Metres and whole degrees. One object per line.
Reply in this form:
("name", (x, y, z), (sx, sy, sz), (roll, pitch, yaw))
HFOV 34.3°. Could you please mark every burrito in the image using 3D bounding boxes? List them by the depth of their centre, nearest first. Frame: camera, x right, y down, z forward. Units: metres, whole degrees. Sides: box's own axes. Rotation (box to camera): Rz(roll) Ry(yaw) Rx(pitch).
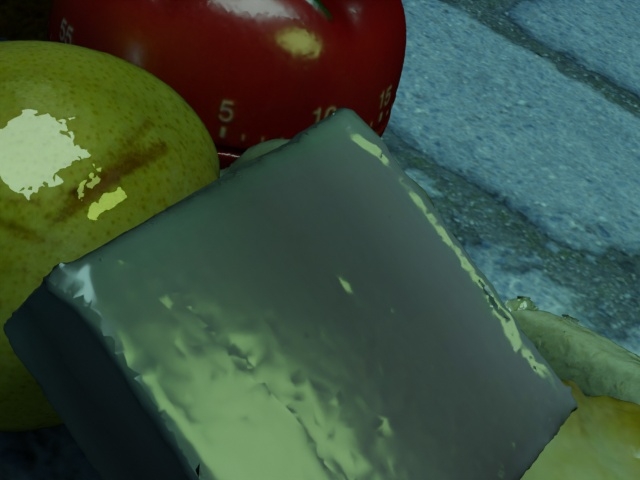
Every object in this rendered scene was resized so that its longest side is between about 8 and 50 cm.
("burrito", (0.265, 0.122, 1.018), (0.087, 0.060, 0.226), (-11, 30, -41))

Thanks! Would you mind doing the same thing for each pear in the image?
("pear", (-0.226, -0.003, 0.797), (0.314, 0.314, 0.314), (12, 36, -9))

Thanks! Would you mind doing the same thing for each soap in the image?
("soap", (-0.002, 0.084, 0.674), (0.296, 0.107, 0.285), (-33, 88, -44))

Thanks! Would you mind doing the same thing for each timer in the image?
("timer", (-0.101, -0.202, 1.118), (0.378, 0.279, 0.378), (11, 36, -8))

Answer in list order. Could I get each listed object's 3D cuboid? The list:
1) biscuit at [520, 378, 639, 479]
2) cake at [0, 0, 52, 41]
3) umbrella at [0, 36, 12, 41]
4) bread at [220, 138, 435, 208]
("biscuit", (0.191, 0.278, 0.770), (0.429, 0.104, 0.446), (17, 39, -3))
("cake", (-0.453, -0.353, 1.236), (0.293, 0.196, 0.199), (35, 37, 28))
("umbrella", (-0.369, -0.141, 1.091), (0.071, 0.071, 0.248), (15, 35, -5))
("bread", (-0.001, 0.005, 0.969), (0.337, 0.183, 0.102), (17, 42, -8))
